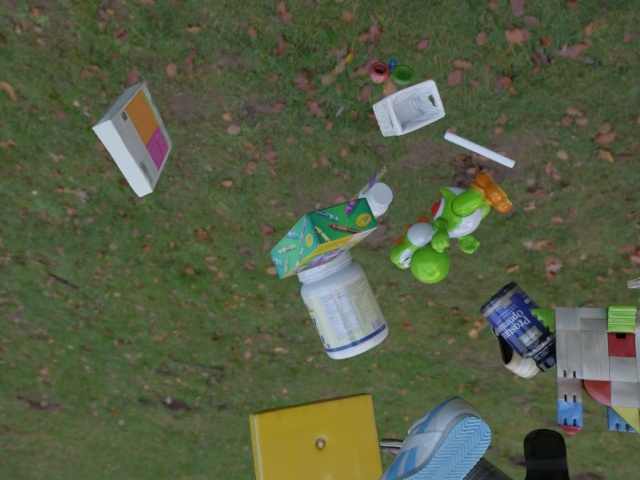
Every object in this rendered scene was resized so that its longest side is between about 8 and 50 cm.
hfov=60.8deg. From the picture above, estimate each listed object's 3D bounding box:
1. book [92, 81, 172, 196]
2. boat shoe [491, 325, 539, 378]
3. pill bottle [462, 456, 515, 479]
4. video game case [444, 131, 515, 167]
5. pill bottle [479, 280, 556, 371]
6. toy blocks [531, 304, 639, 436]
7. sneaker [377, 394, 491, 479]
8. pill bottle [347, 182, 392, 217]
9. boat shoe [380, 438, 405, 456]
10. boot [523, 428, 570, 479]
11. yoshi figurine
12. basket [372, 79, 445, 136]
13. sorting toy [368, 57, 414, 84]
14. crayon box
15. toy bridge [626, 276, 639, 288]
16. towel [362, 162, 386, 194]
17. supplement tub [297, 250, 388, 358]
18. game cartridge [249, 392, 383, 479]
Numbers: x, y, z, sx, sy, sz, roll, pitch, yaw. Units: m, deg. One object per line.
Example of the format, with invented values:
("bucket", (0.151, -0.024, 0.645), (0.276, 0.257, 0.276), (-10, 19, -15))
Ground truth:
("book", (-0.228, -0.130, 0.688), (0.035, 0.144, 0.096), (-20, 120, 8))
("boat shoe", (0.620, 0.277, 1.770), (0.110, 0.341, 0.122), (23, 128, -15))
("pill bottle", (0.379, 0.616, 1.170), (0.362, 0.210, 0.210), (28, 161, 43))
("video game case", (0.353, -0.203, 1.220), (0.157, 0.143, 0.019), (27, 105, 10))
("pill bottle", (0.527, 0.222, 1.403), (0.219, 0.122, 0.123), (50, 148, 18))
("toy blocks", (0.630, 0.272, 1.097), (0.380, 0.261, 0.190), (-2, 166, 23))
("sneaker", (0.154, 0.333, 0.817), (0.087, 0.092, 0.229), (42, 96, -12))
("pill bottle", (0.176, -0.131, 1.980), (0.117, 0.118, 0.208), (22, 156, -14))
("boat shoe", (0.297, 0.676, 1.674), (0.257, 0.095, 0.095), (19, 156, -14))
("boot", (0.423, 0.498, 1.012), (0.112, 0.305, 0.115), (-7, 110, 30))
("yoshi figurine", (0.370, -0.010, 1.521), (0.362, 0.203, 0.203), (-39, 105, 15))
("basket", (0.247, -0.370, 1.547), (0.103, 0.167, 0.114), (3, 116, 67))
("sorting toy", (0.156, -0.366, 1.211), (0.101, 0.061, 0.042), (12, 156, 0))
("crayon box", (0.000, 0.000, 1.336), (0.165, 0.081, 0.278), (-17, 168, -28))
("toy bridge", (0.958, 0.128, 1.641), (0.063, 0.026, 0.188), (-12, 166, 30))
("towel", (0.124, -0.140, 1.255), (0.009, 0.083, 0.060), (42, -178, 8))
("supplement tub", (0.073, 0.218, 1.892), (0.235, 0.235, 0.325), (-23, 92, 38))
("game cartridge", (0.002, 0.508, 1.156), (0.285, 0.324, 0.052), (-1, 168, -26))
